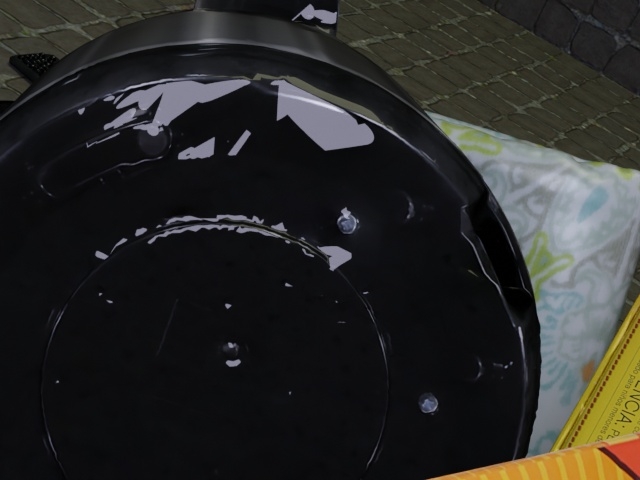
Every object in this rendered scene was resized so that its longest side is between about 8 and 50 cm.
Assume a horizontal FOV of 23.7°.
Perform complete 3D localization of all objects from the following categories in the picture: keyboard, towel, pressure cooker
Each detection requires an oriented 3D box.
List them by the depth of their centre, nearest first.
[{"bbox_3d":[-0.067,0.041,0.989,0.375,0.370,0.420,54,6,-13],"label":"pressure cooker"},{"bbox_3d":[0.041,0.051,1.207,0.374,0.320,0.090,18,8,16],"label":"towel"},{"bbox_3d":[-0.269,-0.175,1.777,0.192,0.038,0.100,40,27,26],"label":"keyboard"}]

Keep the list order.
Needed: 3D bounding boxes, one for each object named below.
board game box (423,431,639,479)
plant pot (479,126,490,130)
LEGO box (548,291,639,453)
[{"bbox_3d":[-0.027,0.305,0.495,0.356,0.356,0.356,-3,65,-48],"label":"board game box"},{"bbox_3d":[0.000,0.000,1.406,0.235,0.293,0.293,19,24,-1],"label":"plant pot"},{"bbox_3d":[0.275,0.274,0.862,0.372,0.193,0.500,22,52,22],"label":"LEGO box"}]
